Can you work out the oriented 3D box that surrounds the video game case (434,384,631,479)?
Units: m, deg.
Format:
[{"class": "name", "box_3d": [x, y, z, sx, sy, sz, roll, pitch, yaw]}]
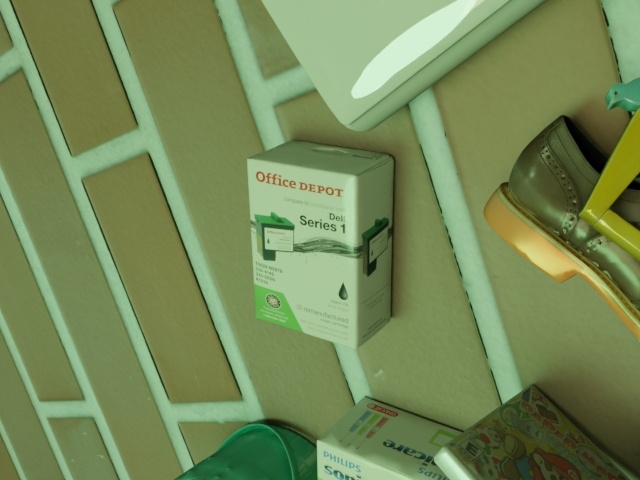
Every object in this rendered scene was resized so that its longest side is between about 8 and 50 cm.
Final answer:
[{"class": "video game case", "box_3d": [0.245, 0.258, 0.656, 0.227, 0.206, 0.026, 46, 123, 25]}]

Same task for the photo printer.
[{"class": "photo printer", "box_3d": [0.083, -0.287, 0.638, 0.308, 0.107, 0.256, -32, 89, 40]}]

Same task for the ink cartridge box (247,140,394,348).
[{"class": "ink cartridge box", "box_3d": [0.000, 0.000, 0.825, 0.160, 0.093, 0.219, 12, 116, 32]}]

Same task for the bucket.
[{"class": "bucket", "box_3d": [-0.097, 0.427, 1.013, 0.281, 0.183, 0.281, 14, 116, 31]}]

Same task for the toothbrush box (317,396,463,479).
[{"class": "toothbrush box", "box_3d": [0.113, 0.381, 0.881, 0.206, 0.122, 0.283, 12, 116, 32]}]

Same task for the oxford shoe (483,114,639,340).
[{"class": "oxford shoe", "box_3d": [0.322, 0.023, 0.583, 0.364, 0.130, 0.132, 36, 120, 19]}]

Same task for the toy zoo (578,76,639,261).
[{"class": "toy zoo", "box_3d": [0.350, -0.032, 0.528, 0.293, 0.030, 0.192, 40, 90, 14]}]
